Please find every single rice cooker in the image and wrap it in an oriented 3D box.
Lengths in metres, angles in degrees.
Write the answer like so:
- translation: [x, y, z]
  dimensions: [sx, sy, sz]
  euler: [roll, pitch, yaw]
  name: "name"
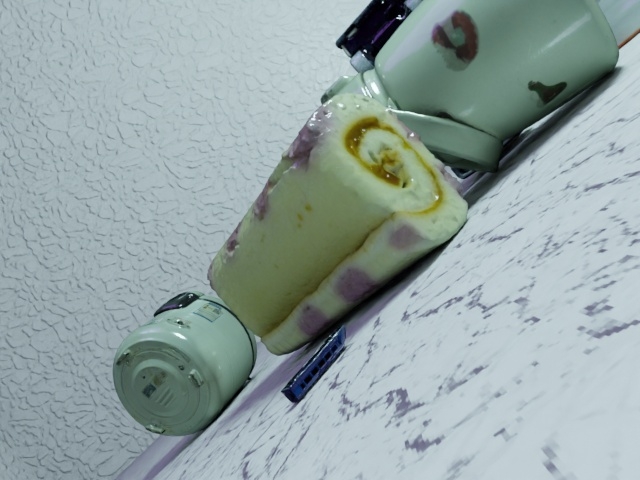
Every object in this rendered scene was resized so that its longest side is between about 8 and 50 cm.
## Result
- translation: [-0.245, 0.221, 1.034]
  dimensions: [0.226, 0.226, 0.244]
  euler: [-44, -2, 24]
  name: "rice cooker"

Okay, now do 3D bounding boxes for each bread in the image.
- translation: [0.000, 0.000, 0.670]
  dimensions: [0.155, 0.187, 0.338]
  euler: [-41, -4, -43]
  name: "bread"

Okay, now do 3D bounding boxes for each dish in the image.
- translation: [0.477, -0.379, 0.825]
  dimensions: [0.260, 0.085, 0.260]
  euler: [-44, -1, -1]
  name: "dish"

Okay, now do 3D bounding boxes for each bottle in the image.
- translation: [0.157, -0.182, 0.693]
  dimensions: [0.352, 0.229, 0.229]
  euler: [-36, 1, 21]
  name: "bottle"

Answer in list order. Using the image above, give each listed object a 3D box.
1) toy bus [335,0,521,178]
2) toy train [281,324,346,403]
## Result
- translation: [0.189, -0.246, 0.893]
  dimensions: [0.143, 0.305, 0.179]
  euler: [-44, -15, 19]
  name: "toy bus"
- translation: [0.000, 0.105, 0.482]
  dimensions: [0.083, 0.017, 0.017]
  euler: [-43, 0, -36]
  name: "toy train"
